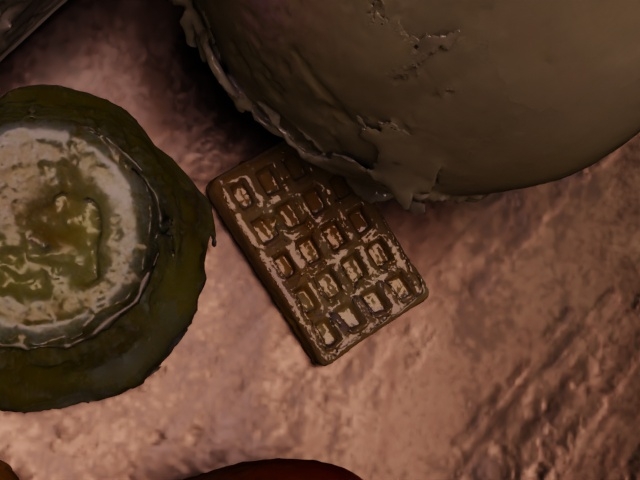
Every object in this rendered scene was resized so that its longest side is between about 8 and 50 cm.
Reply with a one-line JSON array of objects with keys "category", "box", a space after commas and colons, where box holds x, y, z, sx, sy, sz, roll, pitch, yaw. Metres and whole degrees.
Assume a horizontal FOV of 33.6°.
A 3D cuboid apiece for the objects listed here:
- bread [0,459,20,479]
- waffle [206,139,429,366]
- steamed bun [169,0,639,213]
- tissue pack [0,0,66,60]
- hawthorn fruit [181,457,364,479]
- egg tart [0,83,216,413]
[{"category": "bread", "box": [-0.214, 0.193, 0.534, 0.114, 0.077, 0.189, 30, 74, 13]}, {"category": "waffle", "box": [0.000, 0.000, 0.653, 0.092, 0.021, 0.135, -31, 90, -16]}, {"category": "steamed bun", "box": [0.049, -0.174, 0.547, 0.334, 0.312, 0.233, 42, 69, 3]}, {"category": "tissue pack", "box": [-0.278, -0.231, 0.546, 0.242, 0.160, 0.338, -43, 94, -16]}, {"category": "hawthorn fruit", "box": [-0.021, 0.201, 0.526, 0.253, 0.205, 0.205, -38, 92, -25]}, {"category": "egg tart", "box": [-0.152, 0.004, 0.582, 0.197, 0.078, 0.197, 2, 82, -13]}]
